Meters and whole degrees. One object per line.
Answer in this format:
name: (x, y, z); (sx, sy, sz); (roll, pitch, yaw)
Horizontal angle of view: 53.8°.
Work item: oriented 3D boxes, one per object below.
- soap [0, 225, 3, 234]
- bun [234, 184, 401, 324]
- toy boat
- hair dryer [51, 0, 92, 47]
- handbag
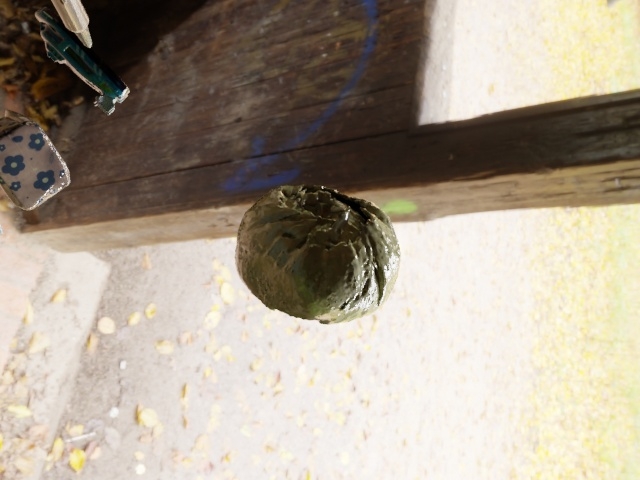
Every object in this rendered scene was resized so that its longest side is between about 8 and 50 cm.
soap: (-0.850, -0.028, 1.411); (0.231, 0.091, 0.145); (-22, 124, -32)
bun: (0.000, 0.000, 0.954); (0.259, 0.260, 0.152); (-42, 146, -51)
toy boat: (-0.645, -0.469, 1.660); (0.299, 0.134, 0.092); (45, 78, -16)
hair dryer: (-0.357, -0.326, 0.799); (0.195, 0.220, 0.053); (-8, 70, -17)
handbag: (-0.872, -0.242, 1.818); (0.190, 0.193, 0.251); (-43, 140, -25)
